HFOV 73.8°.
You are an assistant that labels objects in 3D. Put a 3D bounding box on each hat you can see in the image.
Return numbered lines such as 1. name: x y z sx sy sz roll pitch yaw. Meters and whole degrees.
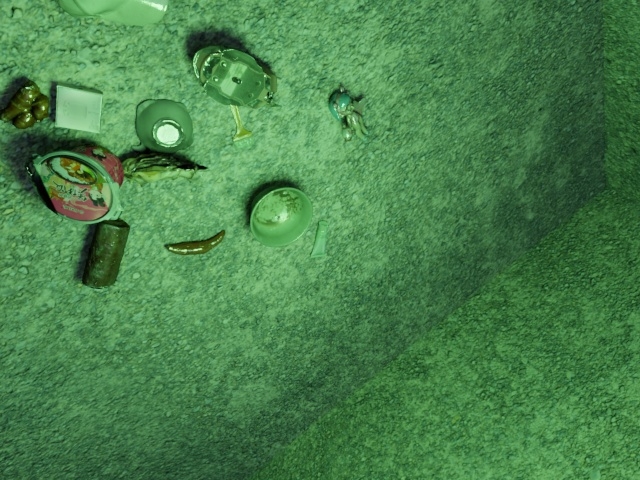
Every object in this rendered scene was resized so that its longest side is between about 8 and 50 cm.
1. hat: -0.589 -0.734 1.217 0.301 0.168 0.257 7 116 -33

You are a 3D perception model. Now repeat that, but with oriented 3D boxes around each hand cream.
1. hand cream: 0.000 0.000 2.106 0.078 0.050 0.204 -8 127 -25

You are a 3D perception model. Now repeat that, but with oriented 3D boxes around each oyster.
1. oyster: -0.558 -0.260 1.548 0.271 0.275 0.100 13 69 -49

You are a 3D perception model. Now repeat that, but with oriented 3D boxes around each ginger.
1. ginger: -0.903 -0.405 1.317 0.162 0.073 0.103 -40 117 7

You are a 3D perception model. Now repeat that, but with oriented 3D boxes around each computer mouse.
1. computer mouse: -0.284 -0.583 1.528 0.389 0.115 0.199 14 129 -47

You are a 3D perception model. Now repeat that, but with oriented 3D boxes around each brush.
1. brush: -0.317 -0.454 1.655 0.083 0.011 0.205 -22 127 -15

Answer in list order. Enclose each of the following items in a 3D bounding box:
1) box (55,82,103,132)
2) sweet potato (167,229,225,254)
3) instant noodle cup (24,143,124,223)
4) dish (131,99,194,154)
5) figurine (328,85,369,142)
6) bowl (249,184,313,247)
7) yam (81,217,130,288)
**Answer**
1. box: -0.782 -0.427 1.382 0.129 0.051 0.130 4 116 -31
2. sweet potato: -0.522 0.022 1.818 0.255 0.058 0.078 -16 106 -25
3. instant noodle cup: -0.773 -0.207 1.413 0.258 0.181 0.302 -36 116 22
4. dish: -0.559 -0.383 1.519 0.246 0.078 0.224 -47 132 5
5. figurine: 0.118 -0.504 1.800 0.260 0.103 0.205 41 70 -44
6. bowl: -0.191 -0.126 1.850 0.289 0.146 0.289 -16 127 -22
7. yam: -0.815 0.047 1.626 0.131 0.131 0.279 12 110 -35
